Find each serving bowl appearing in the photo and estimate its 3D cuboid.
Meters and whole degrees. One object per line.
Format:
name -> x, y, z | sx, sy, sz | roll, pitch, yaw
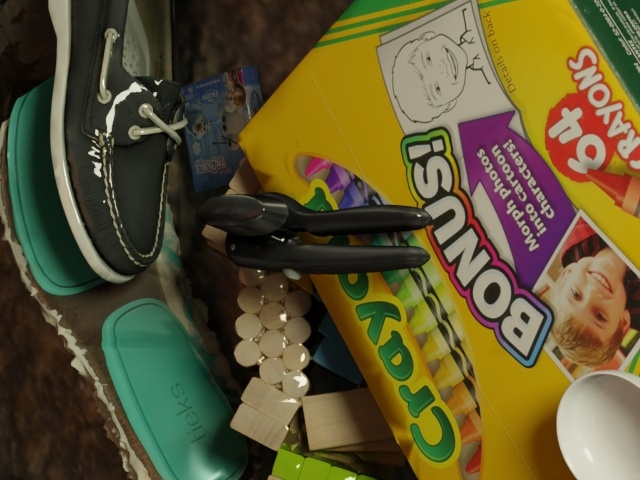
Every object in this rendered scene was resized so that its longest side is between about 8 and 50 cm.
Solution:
serving bowl -> 0.180, 0.114, 1.007 | 0.083, 0.027, 0.083 | 18, 116, 41

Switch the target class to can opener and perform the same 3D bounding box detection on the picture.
can opener -> 0.000, 0.000, 1.155 | 0.186, 0.073, 0.059 | 7, 97, 39

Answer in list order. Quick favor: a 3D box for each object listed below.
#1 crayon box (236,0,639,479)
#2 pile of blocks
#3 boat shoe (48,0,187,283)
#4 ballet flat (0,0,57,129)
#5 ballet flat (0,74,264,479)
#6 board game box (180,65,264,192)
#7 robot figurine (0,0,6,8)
crayon box -> 0.131, -0.013, 1.125 | 0.313, 0.106, 0.363 | -45, 66, 42
pile of blocks -> -0.005, 0.109, 1.319 | 0.112, 0.149, 0.362 | 75, -171, -82
boat shoe -> -0.156, -0.119, 1.374 | 0.091, 0.114, 0.302 | -13, 80, 23
ballet flat -> -0.262, -0.163, 1.542 | 0.084, 0.058, 0.250 | 47, 138, 1
ballet flat -> -0.175, 0.059, 1.461 | 0.147, 0.147, 0.409 | -35, 72, 45
board game box -> -0.078, -0.090, 1.397 | 0.090, 0.020, 0.090 | -12, 90, 48
robot figurine -> -0.361, -0.293, 1.552 | 0.209, 0.174, 0.278 | 33, 122, 57
